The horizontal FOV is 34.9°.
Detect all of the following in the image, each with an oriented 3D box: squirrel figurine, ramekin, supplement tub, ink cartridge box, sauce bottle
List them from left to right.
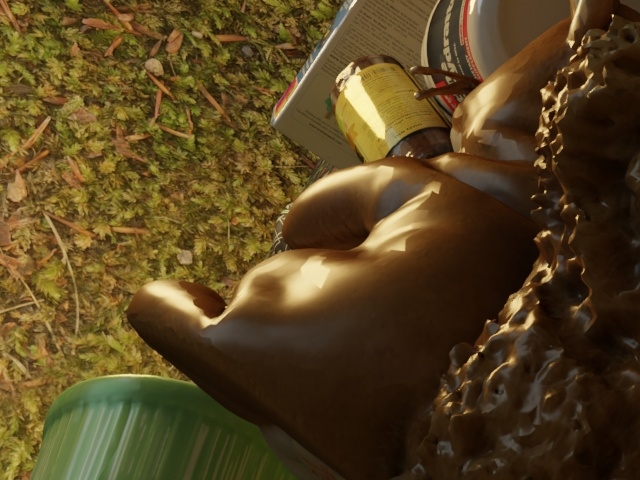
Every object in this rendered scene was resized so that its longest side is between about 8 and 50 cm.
[{"bbox_3d":[-0.165,0.289,1.056,0.303,0.303,0.148,-50,18,45],"label":"ramekin"},{"bbox_3d":[0.107,-0.084,1.112,0.111,0.111,0.344,-54,34,21],"label":"sauce bottle"},{"bbox_3d":[0.150,-0.259,1.393,0.395,0.270,0.151,-55,13,16],"label":"ink cartridge box"},{"bbox_3d":[0.214,-0.205,1.047,0.191,0.191,0.272,-57,7,-2],"label":"supplement tub"},{"bbox_3d":[0.142,0.009,0.592,0.370,0.281,0.397,-48,18,-19],"label":"squirrel figurine"}]

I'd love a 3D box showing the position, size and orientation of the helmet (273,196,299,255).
[{"bbox_3d":[0.000,0.000,1.693,0.169,0.161,0.169,-55,7,11],"label":"helmet"}]
